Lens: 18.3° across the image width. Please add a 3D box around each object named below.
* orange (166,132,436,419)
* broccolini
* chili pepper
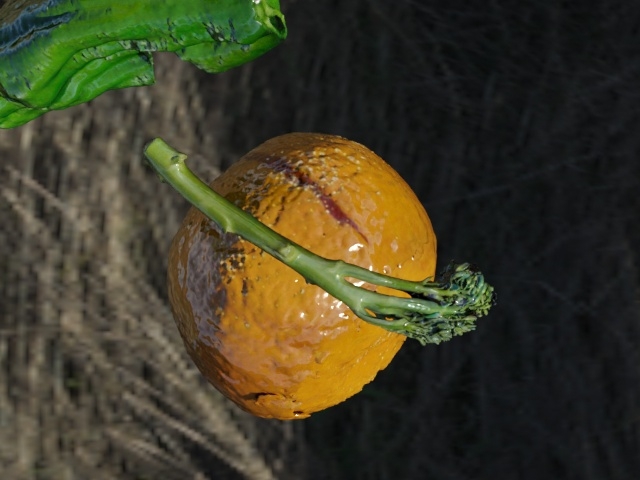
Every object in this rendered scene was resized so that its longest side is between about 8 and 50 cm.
[{"bbox_3d":[-0.015,0.019,1.294,0.161,0.193,0.193,39,106,12],"label":"orange"},{"bbox_3d":[0.001,0.005,0.946,0.054,0.194,0.052,-50,26,24],"label":"broccolini"},{"bbox_3d":[-0.133,-0.129,1.229,0.253,0.099,0.083,-11,72,34],"label":"chili pepper"}]
